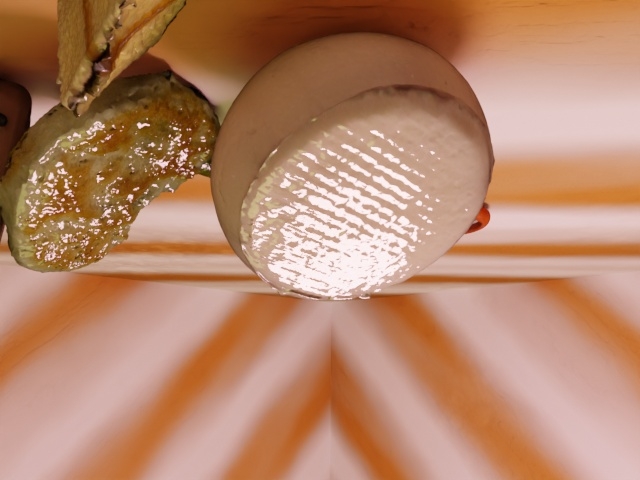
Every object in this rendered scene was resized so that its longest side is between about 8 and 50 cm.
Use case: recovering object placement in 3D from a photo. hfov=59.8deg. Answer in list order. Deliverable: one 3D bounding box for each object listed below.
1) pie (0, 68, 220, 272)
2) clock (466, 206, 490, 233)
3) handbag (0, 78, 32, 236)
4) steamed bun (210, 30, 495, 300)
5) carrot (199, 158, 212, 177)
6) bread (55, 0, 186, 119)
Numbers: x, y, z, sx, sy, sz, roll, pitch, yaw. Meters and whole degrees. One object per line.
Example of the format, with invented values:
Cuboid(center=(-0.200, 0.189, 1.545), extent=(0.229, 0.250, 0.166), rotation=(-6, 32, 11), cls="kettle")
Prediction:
Cuboid(center=(-0.308, -0.100, 0.819), extent=(0.371, 0.078, 0.296), rotation=(-41, 162, -13), cls="pie")
Cuboid(center=(0.340, -0.057, 1.464), extent=(0.205, 0.051, 0.205), rotation=(1, 166, 0), cls="clock")
Cuboid(center=(-0.542, -0.089, 0.840), extent=(0.149, 0.301, 0.283), rotation=(12, 169, -29), cls="handbag")
Cuboid(center=(0.032, -0.106, 0.750), extent=(0.374, 0.241, 0.374), rotation=(-14, 141, -12), cls="steamed bun")
Cuboid(center=(-0.273, -0.170, 0.972), extent=(0.358, 0.074, 0.074), rotation=(15, 161, -40), cls="carrot")
Cuboid(center=(-0.176, -0.246, 0.520), extent=(0.178, 0.142, 0.266), rotation=(-41, -165, -37), cls="bread")
